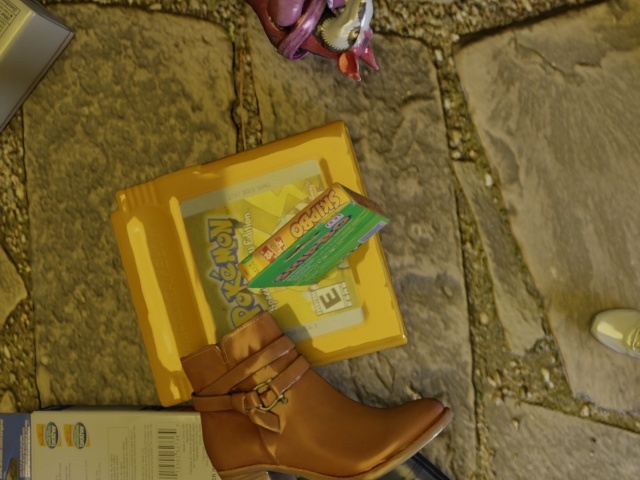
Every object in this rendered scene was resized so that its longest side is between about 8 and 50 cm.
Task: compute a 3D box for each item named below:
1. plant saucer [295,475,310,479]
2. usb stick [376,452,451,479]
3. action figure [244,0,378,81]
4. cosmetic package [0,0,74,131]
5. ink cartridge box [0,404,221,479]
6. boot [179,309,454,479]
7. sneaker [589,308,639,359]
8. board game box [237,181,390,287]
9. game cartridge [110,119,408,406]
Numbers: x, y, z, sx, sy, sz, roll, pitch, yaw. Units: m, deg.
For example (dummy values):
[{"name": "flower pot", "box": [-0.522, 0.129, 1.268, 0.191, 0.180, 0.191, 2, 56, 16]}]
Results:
[{"name": "plant saucer", "box": [-0.053, 0.260, 1.016, 0.119, 0.021, 0.119, 0, 88, -11]}, {"name": "usb stick", "box": [0.146, 0.328, 0.983, 0.278, 0.045, 0.077, 40, 95, 7]}, {"name": "action figure", "box": [-0.073, -0.317, 0.920, 0.276, 0.248, 0.370, -34, 82, 9]}, {"name": "cosmetic package", "box": [-0.487, -0.205, 1.059, 0.160, 0.113, 0.309, 41, 97, 8]}, {"name": "ink cartridge box", "box": [-0.258, 0.305, 1.045, 0.311, 0.065, 0.185, -1, 89, 7]}, {"name": "boot", "box": [-0.012, 0.178, 0.946, 0.284, 0.109, 0.220, -27, 82, 16]}, {"name": "sneaker", "box": [0.386, 0.118, 0.935, 0.152, 0.061, 0.053, 19, 95, 11]}, {"name": "board game box", "box": [0.000, 0.000, 0.850, 0.124, 0.259, 0.039, -40, 83, 8]}, {"name": "game cartridge", "box": [-0.083, 0.032, 1.020, 0.324, 0.053, 0.285, -17, 87, 8]}]
